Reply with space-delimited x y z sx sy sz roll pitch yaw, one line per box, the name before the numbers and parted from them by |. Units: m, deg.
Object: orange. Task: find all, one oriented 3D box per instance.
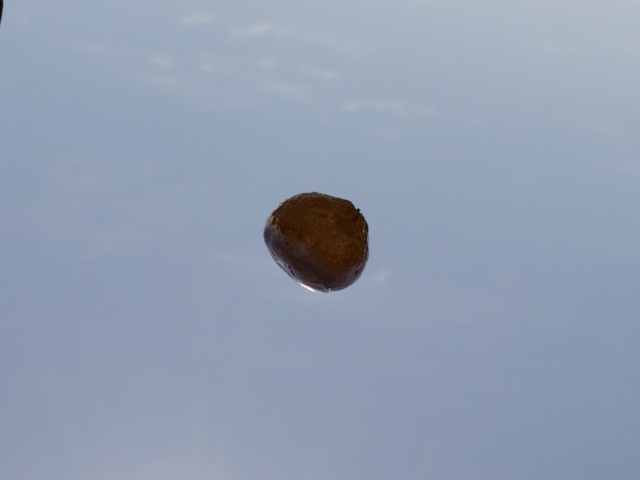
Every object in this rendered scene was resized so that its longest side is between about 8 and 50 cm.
orange | 0.000 0.000 1.814 0.117 0.135 0.135 -39 -141 -15

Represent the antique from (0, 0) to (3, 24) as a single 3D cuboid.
antique | -0.409 -0.235 1.298 0.224 0.129 0.278 2 171 43
